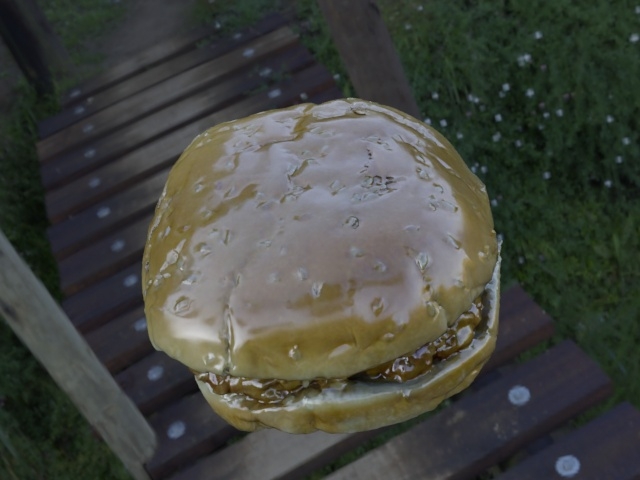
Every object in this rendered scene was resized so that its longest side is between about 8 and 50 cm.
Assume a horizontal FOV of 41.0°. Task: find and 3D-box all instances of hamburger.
[{"bbox_3d":[-0.001,0.001,0.635,0.259,0.144,0.283,-16,33,2],"label":"hamburger"}]
